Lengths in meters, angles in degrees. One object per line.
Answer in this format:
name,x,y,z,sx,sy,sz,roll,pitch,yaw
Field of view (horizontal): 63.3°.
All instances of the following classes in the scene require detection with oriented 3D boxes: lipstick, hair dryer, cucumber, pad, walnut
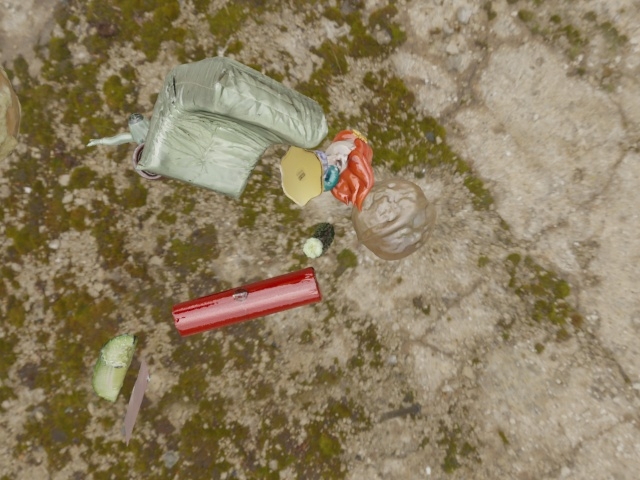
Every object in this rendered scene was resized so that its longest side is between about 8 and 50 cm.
lipstick,-0.137,0.117,0.987,0.280,0.073,0.073,-16,91,1
hair dryer,-0.692,-0.339,1.935,0.267,0.092,0.229,-20,134,24
cucumber,0.001,0.000,1.257,0.058,0.187,0.058,2,105,9
pad,-0.448,0.388,1.263,0.006,0.113,0.187,15,99,-28
cucumber,-0.701,0.432,1.749,0.105,0.145,0.325,19,136,-11
walnut,0.235,-0.067,1.685,0.274,0.227,0.272,-8,121,-14

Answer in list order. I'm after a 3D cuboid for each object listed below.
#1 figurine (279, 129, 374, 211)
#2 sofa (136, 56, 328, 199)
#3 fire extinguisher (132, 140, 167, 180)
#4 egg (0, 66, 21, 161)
figurine,0.043,-0.183,1.368,0.208,0.257,0.180,32,129,36
sofa,-0.139,-0.161,0.809,0.226,0.210,0.175,14,88,47
fire extinguisher,-0.387,-0.234,1.454,0.102,0.344,0.138,35,102,3
egg,-0.512,-0.171,0.653,0.246,0.203,0.203,12,96,-11
